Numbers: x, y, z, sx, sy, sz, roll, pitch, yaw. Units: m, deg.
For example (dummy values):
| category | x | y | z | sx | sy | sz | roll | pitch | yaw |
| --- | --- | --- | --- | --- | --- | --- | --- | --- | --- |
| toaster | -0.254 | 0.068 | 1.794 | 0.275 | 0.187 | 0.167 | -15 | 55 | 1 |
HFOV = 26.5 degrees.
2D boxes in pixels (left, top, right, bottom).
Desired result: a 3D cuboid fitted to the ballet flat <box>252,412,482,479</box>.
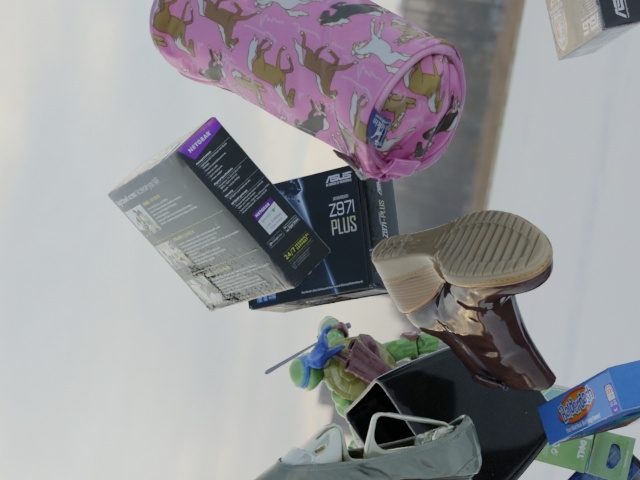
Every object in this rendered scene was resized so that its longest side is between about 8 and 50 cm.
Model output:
| category | x | y | z | sx | sy | sz | roll | pitch | yaw |
| --- | --- | --- | --- | --- | --- | --- | --- | --- | --- |
| ballet flat | 0.032 | 0.184 | 1.164 | 0.072 | 0.213 | 0.068 | -179 | 83 | -82 |

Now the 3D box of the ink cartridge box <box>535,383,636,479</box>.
| category | x | y | z | sx | sy | sz | roll | pitch | yaw |
| --- | --- | --- | --- | --- | --- | --- | --- | --- | --- |
| ink cartridge box | 0.325 | 0.252 | 1.852 | 0.109 | 0.209 | 0.062 | -54 | -26 | -58 |

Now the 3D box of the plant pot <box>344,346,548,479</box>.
| category | x | y | z | sx | sy | sz | roll | pitch | yaw |
| --- | --- | --- | --- | --- | --- | --- | --- | --- | --- |
| plant pot | 0.161 | 0.214 | 1.573 | 0.167 | 0.188 | 0.187 | -32 | -11 | -20 |

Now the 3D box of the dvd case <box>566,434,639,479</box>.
| category | x | y | z | sx | sy | sz | roll | pitch | yaw |
| --- | --- | --- | --- | --- | --- | --- | --- | --- | --- |
| dvd case | 0.434 | 0.420 | 1.872 | 0.180 | 0.253 | 0.022 | -48 | -16 | 6 |

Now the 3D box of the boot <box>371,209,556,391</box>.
| category | x | y | z | sx | sy | sz | roll | pitch | yaw |
| --- | --- | --- | --- | --- | --- | --- | --- | --- | --- |
| boot | 0.182 | 0.070 | 1.346 | 0.248 | 0.207 | 0.090 | -2 | 46 | 55 |

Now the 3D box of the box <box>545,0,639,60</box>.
| category | x | y | z | sx | sy | sz | roll | pitch | yaw |
| --- | --- | --- | --- | --- | --- | --- | --- | --- | --- |
| box | 0.364 | -0.379 | 1.885 | 0.270 | 0.060 | 0.216 | 171 | 87 | -87 |

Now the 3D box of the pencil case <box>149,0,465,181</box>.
| category | x | y | z | sx | sy | sz | roll | pitch | yaw |
| --- | --- | --- | --- | --- | --- | --- | --- | --- | --- |
| pencil case | -0.023 | -0.210 | 1.553 | 0.167 | 0.386 | 0.160 | -42 | -37 | -24 |

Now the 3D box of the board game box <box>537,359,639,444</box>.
| category | x | y | z | sx | sy | sz | roll | pitch | yaw |
| --- | --- | --- | --- | --- | --- | --- | --- | --- | --- |
| board game box | 0.351 | 0.150 | 1.389 | 0.160 | 0.210 | 0.047 | 130 | 127 | -63 |

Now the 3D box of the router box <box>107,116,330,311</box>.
| category | x | y | z | sx | sy | sz | roll | pitch | yaw |
| --- | --- | --- | --- | --- | --- | --- | --- | --- | --- |
| router box | -0.083 | -0.015 | 1.051 | 0.046 | 0.133 | 0.179 | -46 | 12 | -24 |

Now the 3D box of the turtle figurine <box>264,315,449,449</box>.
| category | x | y | z | sx | sy | sz | roll | pitch | yaw |
| --- | --- | --- | --- | --- | --- | --- | --- | --- | --- |
| turtle figurine | 0.066 | 0.206 | 1.960 | 0.198 | 0.266 | 0.275 | -113 | 27 | -49 |

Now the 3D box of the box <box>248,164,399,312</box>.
| category | x | y | z | sx | sy | sz | roll | pitch | yaw |
| --- | --- | --- | --- | --- | --- | --- | --- | --- | --- |
| box | 0.000 | 0.000 | 1.611 | 0.077 | 0.180 | 0.147 | 9 | -107 | -56 |
